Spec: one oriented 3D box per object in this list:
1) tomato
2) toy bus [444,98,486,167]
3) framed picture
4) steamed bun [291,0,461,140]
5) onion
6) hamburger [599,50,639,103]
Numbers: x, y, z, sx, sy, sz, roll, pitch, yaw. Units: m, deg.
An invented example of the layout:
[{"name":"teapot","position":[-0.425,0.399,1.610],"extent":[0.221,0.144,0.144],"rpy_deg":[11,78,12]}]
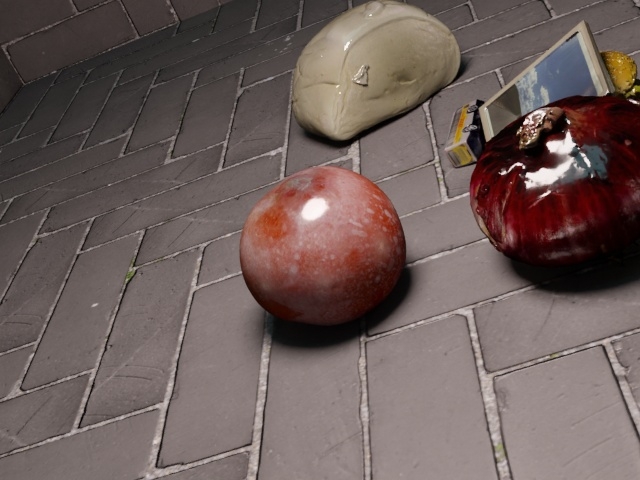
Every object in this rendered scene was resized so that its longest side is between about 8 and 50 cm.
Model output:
[{"name":"tomato","position":[0.000,0.000,1.564],"extent":[0.270,0.227,0.270],"rpy_deg":[-17,30,10]},{"name":"toy bus","position":[0.282,-0.206,1.875],"extent":[0.072,0.057,0.172],"rpy_deg":[-22,26,27]},{"name":"framed picture","position":[0.387,-0.240,1.711],"extent":[0.260,0.023,0.189],"rpy_deg":[-40,39,36]},{"name":"steamed bun","position":[0.102,-0.400,2.164],"extent":[0.384,0.236,0.247],"rpy_deg":[-32,27,-13]},{"name":"onion","position":[0.363,-0.104,1.440],"extent":[0.314,0.232,0.314],"rpy_deg":[-21,28,12]},{"name":"hamburger","position":[0.489,-0.266,1.749],"extent":[0.182,0.118,0.191],"rpy_deg":[-7,29,27]}]
